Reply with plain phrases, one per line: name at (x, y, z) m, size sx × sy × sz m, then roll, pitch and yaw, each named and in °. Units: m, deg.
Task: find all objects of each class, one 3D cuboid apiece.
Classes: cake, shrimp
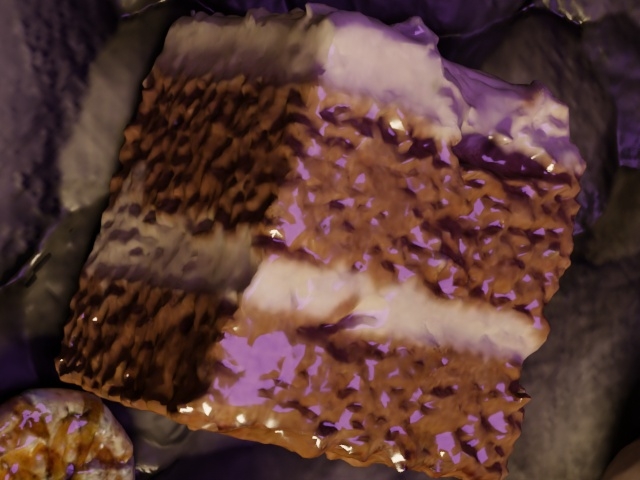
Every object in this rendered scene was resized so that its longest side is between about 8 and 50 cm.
cake at (0.000, 0.000, 0.544) m, size 0.135 × 0.134 × 0.147 m, roll 15°, pitch 84°, yaw -33°
shrimp at (-0.127, 0.124, 0.547) m, size 0.161 × 0.034 × 0.091 m, roll -42°, pitch 120°, yaw -18°

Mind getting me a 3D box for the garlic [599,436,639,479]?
garlic at (0.193, 0.145, 0.711) m, size 0.217 × 0.110 × 0.228 m, roll -24°, pitch 122°, yaw -37°
